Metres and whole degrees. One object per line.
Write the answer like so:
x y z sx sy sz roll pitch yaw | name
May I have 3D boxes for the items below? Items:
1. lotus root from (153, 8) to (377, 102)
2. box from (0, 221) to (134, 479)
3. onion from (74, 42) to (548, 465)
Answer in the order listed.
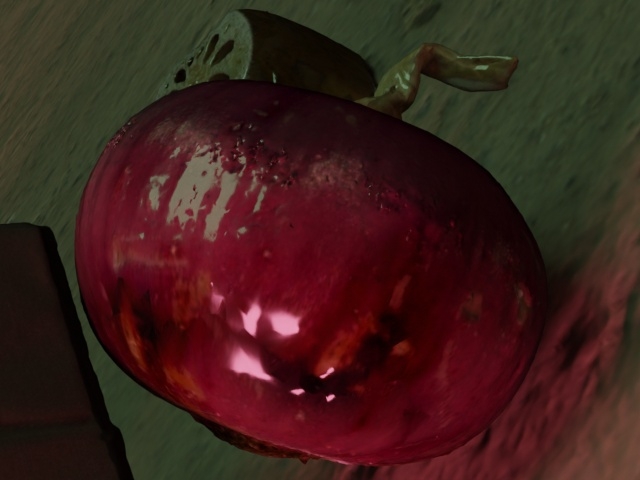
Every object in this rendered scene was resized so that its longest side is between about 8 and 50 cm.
-0.034 -0.061 0.981 0.122 0.081 0.112 -38 36 38 | lotus root
-0.168 0.126 0.707 0.252 0.153 0.188 114 141 -54 | box
-0.004 0.010 0.681 0.177 0.177 0.153 -25 66 52 | onion
